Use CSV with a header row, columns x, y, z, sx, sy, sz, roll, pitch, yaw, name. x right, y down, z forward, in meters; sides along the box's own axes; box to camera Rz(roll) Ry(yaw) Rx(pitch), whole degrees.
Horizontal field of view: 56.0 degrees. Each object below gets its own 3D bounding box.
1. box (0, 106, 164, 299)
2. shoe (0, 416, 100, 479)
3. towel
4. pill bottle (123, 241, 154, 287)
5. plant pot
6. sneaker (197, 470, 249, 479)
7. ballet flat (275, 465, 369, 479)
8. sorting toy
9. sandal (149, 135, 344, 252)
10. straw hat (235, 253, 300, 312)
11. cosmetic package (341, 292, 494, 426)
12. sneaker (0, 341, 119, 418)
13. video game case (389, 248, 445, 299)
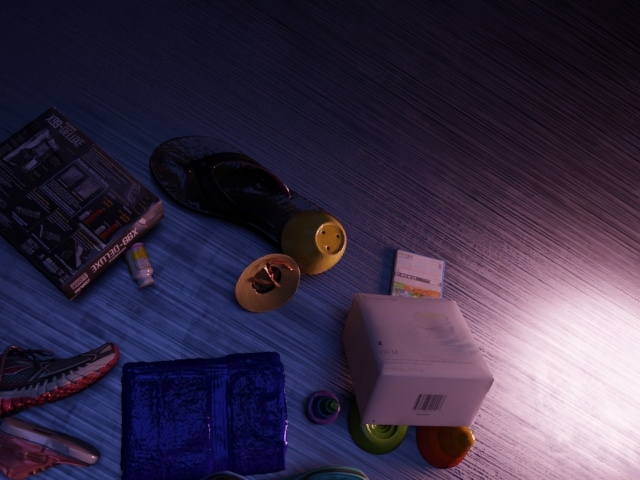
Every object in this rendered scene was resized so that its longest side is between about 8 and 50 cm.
x,y,z,sx,sy,sz,roll,pitch,yaw,name
-0.495,-0.078,1.147,0.307,0.077,0.242,39,66,8,box
-0.480,0.375,1.041,0.177,0.063,0.081,25,82,-12,shoe
-0.212,0.327,1.120,0.307,0.076,0.228,-1,72,-16,towel
-0.357,0.049,1.186,0.043,0.043,0.083,-19,79,-20,pill bottle
0.000,0.000,1.214,0.134,0.095,0.135,2,84,-25,plant pot
-0.213,0.459,1.053,0.188,0.067,0.078,-6,33,-16,sneaker
-0.032,0.461,1.115,0.247,0.087,0.083,-13,95,-7,ballet flat
0.156,0.362,1.186,0.365,0.126,0.127,17,69,-11,sorting toy
-0.140,-0.100,1.259,0.445,0.107,0.168,27,68,-7,sandal
-0.113,0.072,1.231,0.144,0.145,0.061,-11,36,-19,straw hat
0.178,0.227,1.174,0.223,0.138,0.225,5,32,-14,cosmetic package
-0.504,0.231,1.046,0.298,0.121,0.112,-14,75,-19,sneaker
0.213,0.111,1.342,0.119,0.015,0.167,15,69,-11,video game case
